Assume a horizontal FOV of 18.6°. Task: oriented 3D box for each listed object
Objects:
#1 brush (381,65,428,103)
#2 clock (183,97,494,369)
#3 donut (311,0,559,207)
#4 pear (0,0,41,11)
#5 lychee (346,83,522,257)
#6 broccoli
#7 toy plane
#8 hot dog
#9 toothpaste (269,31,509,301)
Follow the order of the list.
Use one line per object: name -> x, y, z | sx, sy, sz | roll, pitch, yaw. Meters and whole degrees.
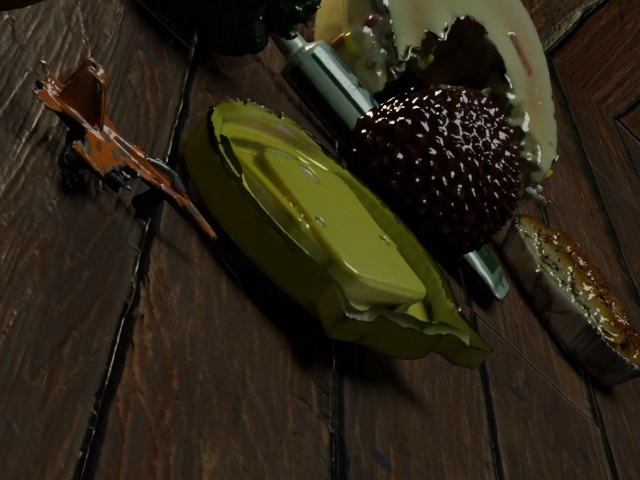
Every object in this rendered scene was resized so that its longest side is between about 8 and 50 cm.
brush -> 0.144, -0.189, 2.550 | 0.301, 0.071, 0.084 | 20, 41, -57
clock -> -0.004, 0.002, 1.662 | 0.277, 0.071, 0.293 | 21, 29, -49
donut -> 0.134, -0.218, 2.331 | 0.371, 0.150, 0.307 | 33, 48, -37
pear -> -0.266, -0.349, 1.339 | 0.362, 0.362, 0.418 | 58, -11, 36
lychee -> 0.120, -0.068, 1.987 | 0.188, 0.188, 0.188 | 42, 16, -15
broccoli -> -0.065, -0.324, 1.958 | 0.270, 0.270, 0.270 | -17, 61, -45
toy plane -> -0.150, -0.057, 1.469 | 0.188, 0.062, 0.135 | 55, 11, -24
hot dog -> 0.301, 0.068, 2.300 | 0.144, 0.075, 0.268 | 27, 22, -45
toothpaste -> 0.073, -0.088, 2.124 | 0.392, 0.061, 0.099 | 50, 15, 0
